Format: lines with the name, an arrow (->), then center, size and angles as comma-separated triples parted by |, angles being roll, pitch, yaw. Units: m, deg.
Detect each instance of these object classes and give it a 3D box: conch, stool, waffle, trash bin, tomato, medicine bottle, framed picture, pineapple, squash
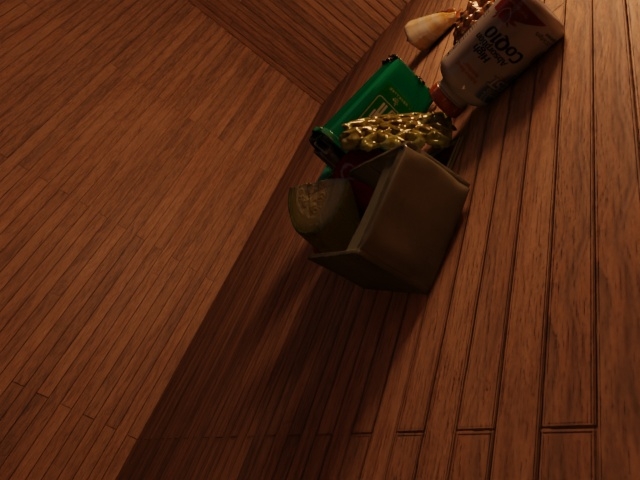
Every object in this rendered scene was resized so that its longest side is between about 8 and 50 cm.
conch -> 0.453, -0.846, 1.821 | 0.158, 0.127, 0.255 | -32, 26, -30
stool -> 0.135, -0.035, 0.952 | 0.244, 0.170, 0.269 | -64, 18, -13
waffle -> 0.194, -0.283, 1.152 | 0.296, 0.073, 0.317 | -1, 22, 16
trash bin -> 0.166, -0.378, 1.477 | 0.381, 0.259, 0.295 | -48, 16, 4
tomato -> 0.124, -0.164, 1.195 | 0.136, 0.195, 0.195 | 85, -159, -49
medicine bottle -> 0.385, -0.417, 1.032 | 0.288, 0.157, 0.157 | -44, 19, 37
framed picture -> 0.246, -0.128, 1.130 | 0.216, 0.016, 0.274 | -27, 32, 60
pineapple -> 0.421, -0.542, 1.190 | 0.193, 0.166, 0.166 | -53, 16, 8
squash -> 0.026, -0.044, 1.215 | 0.236, 0.154, 0.204 | -2, 73, 50

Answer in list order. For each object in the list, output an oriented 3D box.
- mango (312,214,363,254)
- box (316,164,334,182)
mango -> 0.074, -0.056, 1.318 | 0.268, 0.111, 0.133 | -56, -1, 3
box -> 0.011, -0.148, 1.650 | 0.227, 0.042, 0.161 | -63, -25, -24
